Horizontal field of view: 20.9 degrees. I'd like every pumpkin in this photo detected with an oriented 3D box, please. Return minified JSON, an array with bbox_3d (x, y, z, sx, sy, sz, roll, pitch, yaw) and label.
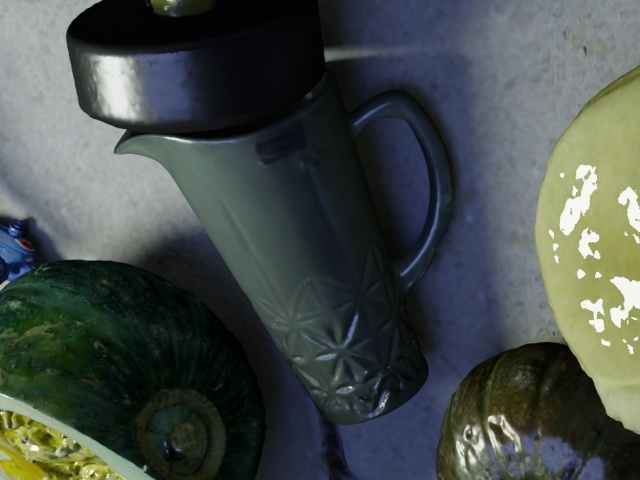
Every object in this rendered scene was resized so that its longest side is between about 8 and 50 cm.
[{"bbox_3d":[0.198,0.190,1.410,0.223,0.157,0.224,14,130,17],"label":"pumpkin"},{"bbox_3d":[-0.182,0.138,1.561,0.293,0.197,0.263,41,148,-20],"label":"pumpkin"}]

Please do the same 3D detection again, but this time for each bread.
[{"bbox_3d":[0.315,-0.002,1.214,0.320,0.237,0.320,7,104,33],"label":"bread"}]

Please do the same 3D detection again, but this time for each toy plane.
[{"bbox_3d":[-0.329,-0.009,1.664,0.167,0.054,0.062,31,99,10],"label":"toy plane"}]

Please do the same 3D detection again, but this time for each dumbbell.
[{"bbox_3d":[-0.113,-0.262,1.324,0.203,0.204,0.322,5,116,26],"label":"dumbbell"}]

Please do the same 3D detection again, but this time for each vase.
[{"bbox_3d":[0.000,0.000,1.443,0.251,0.156,0.301,-21,110,8],"label":"vase"}]

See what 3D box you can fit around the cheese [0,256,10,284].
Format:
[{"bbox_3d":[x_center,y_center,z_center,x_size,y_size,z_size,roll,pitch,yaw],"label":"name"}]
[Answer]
[{"bbox_3d":[-0.424,-0.057,1.594,0.320,0.204,0.083,43,138,0],"label":"cheese"}]
